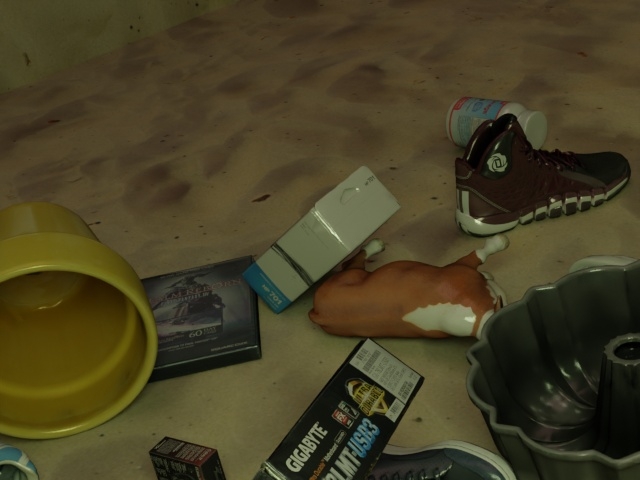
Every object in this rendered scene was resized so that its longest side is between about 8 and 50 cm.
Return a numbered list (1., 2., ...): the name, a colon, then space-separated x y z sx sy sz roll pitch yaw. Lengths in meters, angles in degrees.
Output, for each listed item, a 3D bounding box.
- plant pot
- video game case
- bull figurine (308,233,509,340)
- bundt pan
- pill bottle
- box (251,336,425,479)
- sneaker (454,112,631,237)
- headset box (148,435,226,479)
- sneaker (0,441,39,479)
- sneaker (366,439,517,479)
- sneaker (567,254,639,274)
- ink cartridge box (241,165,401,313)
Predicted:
1. plant pot: -0.348 0.077 1.414 0.254 0.254 0.239 -17 33 -10
2. video game case: -0.183 0.107 1.578 0.196 0.026 0.274 -12 26 1
3. bull figurine: 0.138 0.069 1.418 0.310 0.101 0.188 3 26 29
4. bundt pan: 0.314 0.155 1.115 0.331 0.124 0.331 -13 26 6
5. pill bottle: 0.295 -0.192 1.900 0.160 0.087 0.087 13 36 43
6. box: -0.048 0.240 0.873 0.073 0.295 0.293 35 19 8
7. sneaker: 0.320 -0.119 1.646 0.281 0.162 0.106 -20 26 -13
8. headset box: -0.137 0.250 1.213 0.083 0.062 0.032 5 31 35
9. sneaker: -0.403 0.301 1.212 0.086 0.085 0.237 14 39 32
10. sneaker: 0.059 0.253 1.068 0.226 0.086 0.163 -5 14 39
11. sneaker: 0.445 0.063 1.293 0.293 0.108 0.169 22 39 36
12. ink cartridge box: 0.000 0.000 1.536 0.140 0.082 0.191 -40 0 -44
